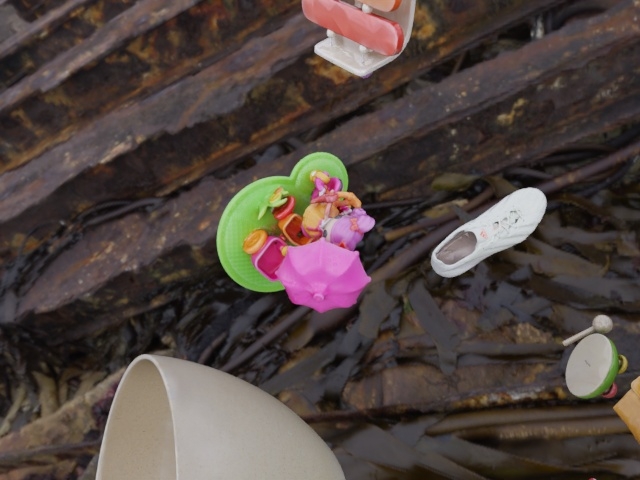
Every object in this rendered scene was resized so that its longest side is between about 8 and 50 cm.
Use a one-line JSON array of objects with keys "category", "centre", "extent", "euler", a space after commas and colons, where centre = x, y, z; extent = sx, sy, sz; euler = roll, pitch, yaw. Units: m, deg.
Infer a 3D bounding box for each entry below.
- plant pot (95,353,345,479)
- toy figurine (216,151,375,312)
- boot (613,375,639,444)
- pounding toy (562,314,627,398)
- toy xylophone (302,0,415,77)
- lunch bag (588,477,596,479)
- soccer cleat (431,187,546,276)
[{"category": "plant pot", "centre": [-0.085, 0.254, 0.554], "extent": [0.284, 0.191, 0.284], "euler": [-26, 60, 56]}, {"category": "toy figurine", "centre": [0.000, 0.000, 0.582], "extent": [0.173, 0.130, 0.159], "euler": [-49, 32, -6]}, {"category": "boot", "centre": [0.818, 0.360, 1.322], "extent": [0.295, 0.104, 0.211], "euler": [-47, 50, 22]}, {"category": "pounding toy", "centre": [0.780, 0.343, 1.662], "extent": [0.110, 0.183, 0.237], "euler": [25, 42, -7]}, {"category": "toy xylophone", "centre": [0.039, -0.379, 0.751], "extent": [0.081, 0.322, 0.236], "euler": [-22, 35, -27]}, {"category": "lunch bag", "centre": [0.489, 0.614, 1.159], "extent": [0.120, 0.258, 0.293], "euler": [32, 103, 16]}, {"category": "soccer cleat", "centre": [0.249, -0.012, 0.885], "extent": [0.196, 0.076, 0.068], "euler": [-37, 66, 6]}]
